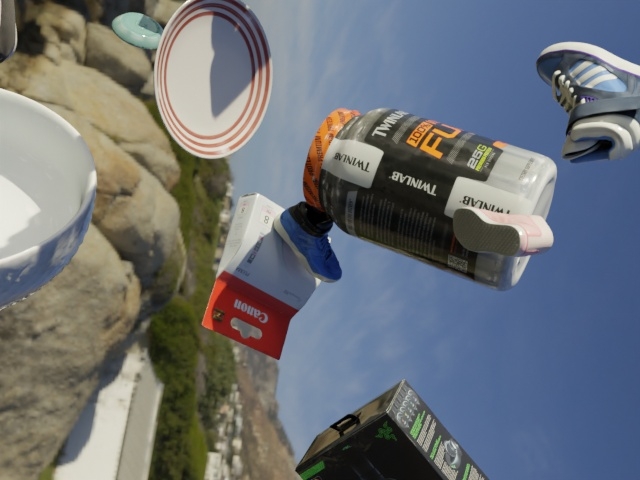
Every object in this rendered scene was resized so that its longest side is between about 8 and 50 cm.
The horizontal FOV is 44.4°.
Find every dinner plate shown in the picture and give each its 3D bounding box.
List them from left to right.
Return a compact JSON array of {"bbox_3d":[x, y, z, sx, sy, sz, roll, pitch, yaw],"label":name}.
[{"bbox_3d":[-0.093,-0.141,0.678,0.017,0.141,0.141,16,-83,36],"label":"dinner plate"}]

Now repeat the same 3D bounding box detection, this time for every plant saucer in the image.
[{"bbox_3d":[-0.387,-0.456,1.688,0.119,0.119,0.021,-91,-157,-45],"label":"plant saucer"}]

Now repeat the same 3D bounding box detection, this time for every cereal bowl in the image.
[{"bbox_3d":[-0.423,-0.031,0.856,0.338,0.339,0.141,-92,-164,-48],"label":"cereal bowl"}]

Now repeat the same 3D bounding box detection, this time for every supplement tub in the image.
[{"bbox_3d":[0.158,-0.073,1.169,0.207,0.338,0.207,-52,154,-39],"label":"supplement tub"}]

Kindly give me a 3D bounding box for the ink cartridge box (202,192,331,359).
[{"bbox_3d":[-0.085,0.063,1.327,0.066,0.189,0.232,-11,-122,42],"label":"ink cartridge box"}]

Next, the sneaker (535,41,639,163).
[{"bbox_3d":[0.535,-0.276,1.631,0.236,0.323,0.130,-46,141,-16],"label":"sneaker"}]

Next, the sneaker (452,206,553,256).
[{"bbox_3d":[0.219,-0.009,0.934,0.134,0.070,0.050,25,-65,60],"label":"sneaker"}]

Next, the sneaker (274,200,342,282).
[{"bbox_3d":[0.000,0.000,1.298,0.085,0.152,0.058,-32,-168,40],"label":"sneaker"}]

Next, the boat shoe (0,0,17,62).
[{"bbox_3d":[-0.547,-0.445,1.233,0.095,0.112,0.334,-105,-171,-76],"label":"boat shoe"}]

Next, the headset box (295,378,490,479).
[{"bbox_3d":[0.131,0.435,1.473,0.246,0.283,0.131,-38,-178,27],"label":"headset box"}]
